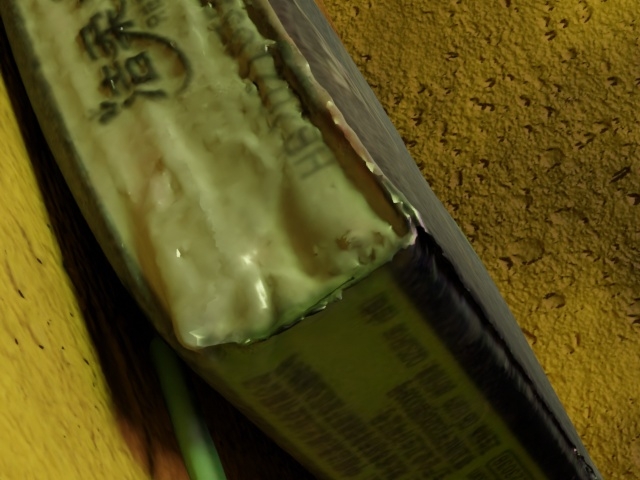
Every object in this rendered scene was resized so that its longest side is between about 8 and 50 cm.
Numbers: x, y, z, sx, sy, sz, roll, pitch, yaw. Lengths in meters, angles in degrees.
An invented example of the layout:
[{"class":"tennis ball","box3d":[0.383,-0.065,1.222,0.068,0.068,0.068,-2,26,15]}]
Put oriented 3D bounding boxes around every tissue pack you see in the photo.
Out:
[{"class":"tissue pack","box3d":[0.000,0.000,0.832,0.288,0.124,0.394,60,5,32]}]

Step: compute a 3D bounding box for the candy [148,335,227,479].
[{"class":"candy","box3d":[-0.027,0.112,0.573,0.091,0.083,0.305,56,2,-28]}]
